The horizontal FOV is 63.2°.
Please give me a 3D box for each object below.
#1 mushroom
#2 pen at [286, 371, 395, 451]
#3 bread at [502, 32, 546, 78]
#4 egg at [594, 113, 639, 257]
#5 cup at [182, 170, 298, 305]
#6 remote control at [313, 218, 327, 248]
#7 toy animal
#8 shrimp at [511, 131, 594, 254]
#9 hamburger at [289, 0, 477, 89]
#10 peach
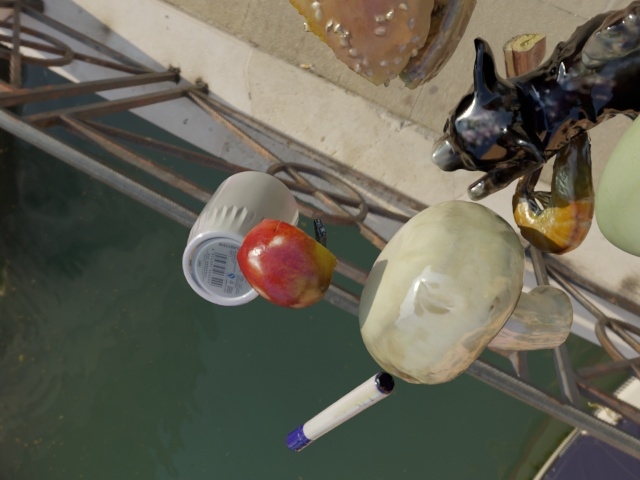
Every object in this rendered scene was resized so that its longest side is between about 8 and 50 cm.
[{"bbox_3d":[0.220,0.067,0.860,0.356,0.315,0.315,-23,108,-17],"label":"mushroom"},{"bbox_3d":[0.020,0.248,0.736,0.033,0.033,0.269,39,135,-1],"label":"pen"},{"bbox_3d":[0.475,-0.427,1.221,0.067,0.192,0.119,32,84,28],"label":"bread"},{"bbox_3d":[0.458,-0.077,0.603,0.218,0.218,0.295,36,144,0],"label":"egg"},{"bbox_3d":[-0.202,-0.008,1.353,0.253,0.372,0.254,2,116,4],"label":"cup"},{"bbox_3d":[0.000,0.000,1.494,0.025,0.245,0.063,-21,75,-5],"label":"remote control"},{"bbox_3d":[0.313,-0.197,0.737,0.344,0.302,0.194,-25,77,18],"label":"toy animal"},{"bbox_3d":[0.386,-0.098,0.850,0.150,0.068,0.249,30,120,50],"label":"shrimp"},{"bbox_3d":[0.076,-0.453,0.679,0.287,0.268,0.446,-31,81,41],"label":"hamburger"},{"bbox_3d":[-0.050,0.040,0.791,0.151,0.118,0.151,10,110,28],"label":"peach"}]
